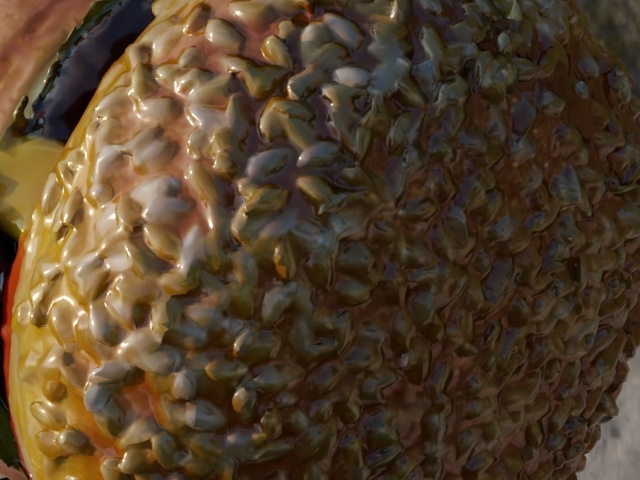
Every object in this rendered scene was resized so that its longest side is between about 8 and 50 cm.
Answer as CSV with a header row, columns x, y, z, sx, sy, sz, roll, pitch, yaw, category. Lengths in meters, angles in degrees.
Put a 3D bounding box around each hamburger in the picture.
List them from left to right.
x,y,z,sx,sy,sz,roll,pitch,yaw,category
-0.016,0.011,0.776,0.330,0.330,0.250,-44,46,-20,hamburger
